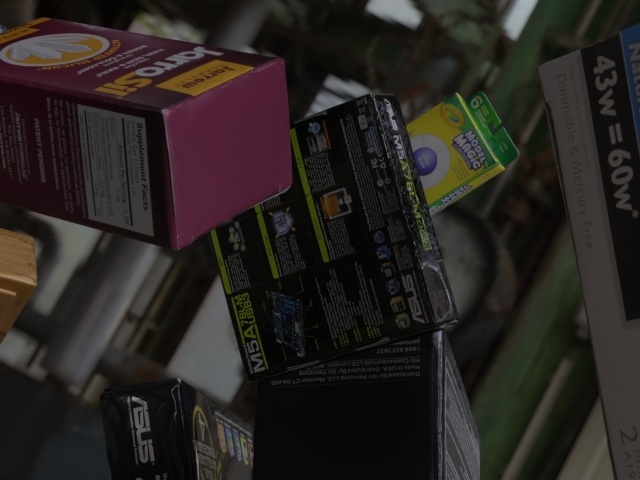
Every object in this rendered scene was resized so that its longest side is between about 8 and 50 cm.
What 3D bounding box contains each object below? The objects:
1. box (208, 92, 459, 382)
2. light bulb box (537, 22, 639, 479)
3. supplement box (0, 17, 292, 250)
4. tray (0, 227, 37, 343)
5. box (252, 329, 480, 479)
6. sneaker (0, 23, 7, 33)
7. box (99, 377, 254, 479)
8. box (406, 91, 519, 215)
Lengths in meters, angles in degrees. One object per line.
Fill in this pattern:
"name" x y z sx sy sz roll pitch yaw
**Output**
"box" 0.000 0.000 1.386 0.184 0.190 0.045 -20 -7 33
"light bulb box" 0.378 0.014 1.206 0.361 0.358 0.225 -4 -9 -32
"supplement box" -0.121 -0.065 0.985 0.188 0.080 0.104 14 28 34
"tray" -0.494 0.035 1.630 0.411 0.203 0.076 17 38 -27
"box" 0.048 0.270 1.613 0.183 0.294 0.296 -5 -28 10
"sneaker" -0.237 -0.114 1.315 0.083 0.087 0.221 0 2 28
"box" -0.129 0.332 1.872 0.097 0.318 0.395 -8 -15 6
"box" 0.135 -0.094 2.066 0.105 0.179 0.043 61 12 21
